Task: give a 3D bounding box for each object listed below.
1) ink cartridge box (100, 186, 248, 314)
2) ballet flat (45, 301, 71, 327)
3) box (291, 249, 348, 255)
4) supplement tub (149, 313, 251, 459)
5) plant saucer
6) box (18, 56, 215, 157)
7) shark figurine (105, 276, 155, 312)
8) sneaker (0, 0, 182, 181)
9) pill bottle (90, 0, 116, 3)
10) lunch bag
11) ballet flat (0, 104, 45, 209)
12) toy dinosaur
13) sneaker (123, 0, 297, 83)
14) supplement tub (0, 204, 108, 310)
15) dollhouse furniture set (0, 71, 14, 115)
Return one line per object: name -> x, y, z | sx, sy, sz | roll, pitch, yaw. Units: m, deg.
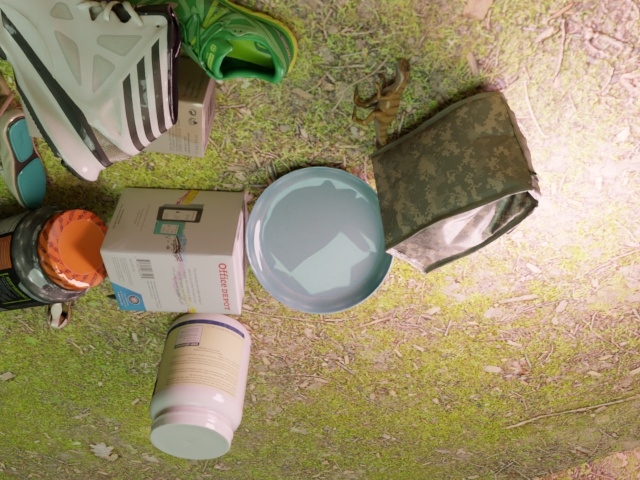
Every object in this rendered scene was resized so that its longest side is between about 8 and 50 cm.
ink cartridge box -> -0.298, 0.024, 1.372 | 0.269, 0.197, 0.198 | 3, 136, 0
ballet flat -> -0.695, 0.188, 1.664 | 0.073, 0.067, 0.206 | 13, 136, -11
box -> 0.006, 0.052, 1.464 | 0.129, 0.091, 0.171 | -2, 137, 5
supplement tub -> -0.312, 0.377, 1.657 | 0.235, 0.325, 0.236 | 2, 137, 2
plant saucer -> 0.000, 0.000, 1.345 | 0.317, 0.044, 0.318 | 1, 101, 4
box -> -0.350, -0.252, 1.122 | 0.310, 0.148, 0.121 | 6, 136, -5
shark figurine -> -0.484, 0.073, 1.534 | 0.278, 0.166, 0.116 | 19, 111, 8
sneaker -> -0.365, -0.340, 0.955 | 0.257, 0.169, 0.448 | -30, 100, -4
pill bottle -> -0.369, -0.401, 1.019 | 0.120, 0.067, 0.067 | -24, 131, 26
lunch bag -> 0.255, -0.109, 1.160 | 0.287, 0.236, 0.168 | -29, 141, 32
ballet flat -> -0.618, -0.170, 1.283 | 0.086, 0.086, 0.249 | 9, 135, -6
toy dinosaur -> 0.114, -0.233, 1.174 | 0.112, 0.064, 0.212 | 7, 137, -6
sneaker -> -0.180, -0.339, 1.034 | 0.295, 0.124, 0.109 | 14, 136, -10
supplement tub -> -0.618, 0.040, 1.359 | 0.337, 0.207, 0.207 | -9, 137, 31
dollhouse furniture set -> -0.665, -0.283, 1.120 | 0.143, 0.123, 0.151 | -2, 137, 5
